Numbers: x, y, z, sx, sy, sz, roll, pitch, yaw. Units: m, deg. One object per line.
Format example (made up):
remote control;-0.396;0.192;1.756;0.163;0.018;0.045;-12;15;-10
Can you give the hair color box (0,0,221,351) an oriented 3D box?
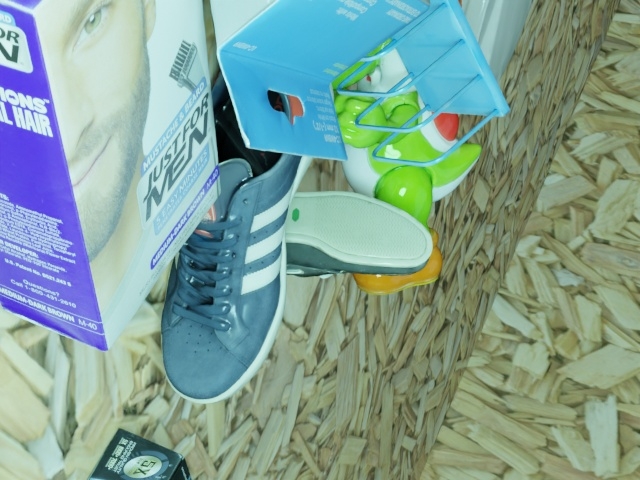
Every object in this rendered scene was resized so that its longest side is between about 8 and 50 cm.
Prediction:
hair color box;-0.165;-0.100;0.962;0.185;0.110;0.339;-58;158;-35

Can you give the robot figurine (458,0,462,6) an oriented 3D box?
robot figurine;0.101;-0.258;1.601;0.158;0.128;0.219;-15;139;-16

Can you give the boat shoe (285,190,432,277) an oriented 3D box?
boat shoe;0.000;0.000;1.388;0.079;0.233;0.084;82;19;-53

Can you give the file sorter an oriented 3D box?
file sorter;0.075;-0.166;1.286;0.104;0.118;0.170;-41;117;-21

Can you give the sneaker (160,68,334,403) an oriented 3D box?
sneaker;-0.097;-0.018;1.273;0.148;0.131;0.350;9;95;-67

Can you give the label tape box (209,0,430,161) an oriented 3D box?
label tape box;-0.002;-0.244;1.042;0.249;0.115;0.348;-2;81;-71

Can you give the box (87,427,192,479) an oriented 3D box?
box;-0.194;0.302;1.391;0.147;0.077;0.180;-60;161;-29

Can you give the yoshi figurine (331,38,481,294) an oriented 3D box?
yoshi figurine;0.039;-0.132;1.452;0.203;0.203;0.362;-36;131;-50

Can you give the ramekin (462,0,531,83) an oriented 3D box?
ramekin;0.195;-0.329;1.821;0.273;0.127;0.273;20;90;-75
